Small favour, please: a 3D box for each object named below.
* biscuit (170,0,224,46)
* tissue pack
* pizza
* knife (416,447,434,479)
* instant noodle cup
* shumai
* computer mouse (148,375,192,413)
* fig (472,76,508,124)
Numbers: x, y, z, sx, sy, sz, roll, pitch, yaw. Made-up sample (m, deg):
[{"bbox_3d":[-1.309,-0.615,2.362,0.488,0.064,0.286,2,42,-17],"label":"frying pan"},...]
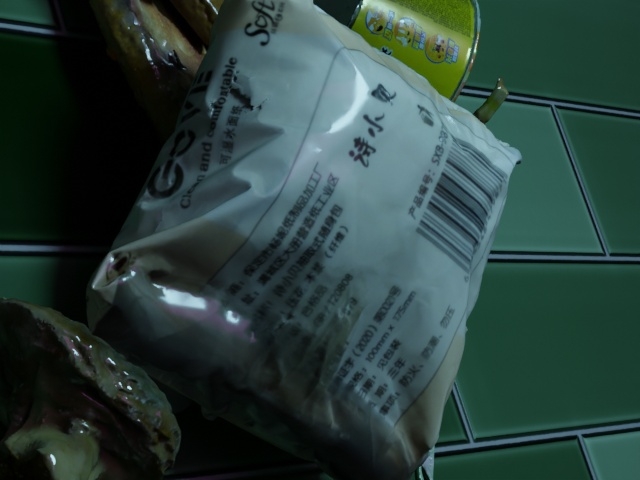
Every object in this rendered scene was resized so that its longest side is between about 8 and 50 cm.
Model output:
[{"bbox_3d":[-0.129,-0.268,1.854,0.301,0.043,0.278,29,27,-58],"label":"biscuit"},{"bbox_3d":[0.000,0.000,1.697,0.390,0.195,0.375,37,63,-31],"label":"tissue pack"},{"bbox_3d":[-0.145,-0.155,1.817,0.305,0.086,0.161,58,20,4],"label":"pizza"},{"bbox_3d":[0.109,0.172,1.987,0.030,0.014,0.207,32,46,-36],"label":"knife"},{"bbox_3d":[0.055,-0.218,2.036,0.153,0.205,0.205,26,47,-32],"label":"instant noodle cup"},{"bbox_3d":[-0.207,0.150,1.500,0.153,0.161,0.209,-63,144,-26],"label":"shumai"},{"bbox_3d":[-0.146,0.110,1.676,0.066,0.039,0.096,-1,63,-56],"label":"computer mouse"},{"bbox_3d":[0.101,-0.077,1.944,0.159,0.257,0.159,35,28,-22],"label":"fig"}]
